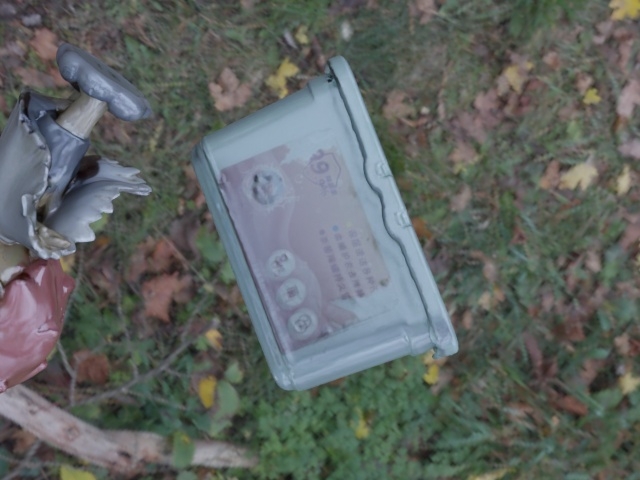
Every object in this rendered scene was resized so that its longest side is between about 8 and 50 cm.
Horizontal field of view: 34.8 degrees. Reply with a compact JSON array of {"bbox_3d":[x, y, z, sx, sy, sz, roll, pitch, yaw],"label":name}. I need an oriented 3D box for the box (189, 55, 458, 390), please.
[{"bbox_3d":[0.000,0.000,1.032,0.182,0.312,0.175,-22,172,1],"label":"box"}]

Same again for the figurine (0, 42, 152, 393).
[{"bbox_3d":[-0.279,0.018,0.868,0.166,0.207,0.387,30,99,-26],"label":"figurine"}]
